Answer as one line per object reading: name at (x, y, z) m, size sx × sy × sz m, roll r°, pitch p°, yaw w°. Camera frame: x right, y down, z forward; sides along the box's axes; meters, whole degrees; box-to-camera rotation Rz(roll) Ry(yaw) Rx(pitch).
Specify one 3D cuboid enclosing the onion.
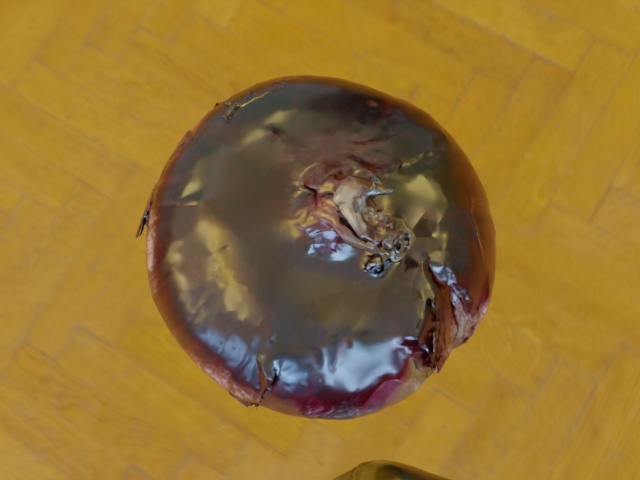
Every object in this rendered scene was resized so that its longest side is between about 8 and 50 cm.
onion at (0.000, 0.000, 1.177) m, size 0.314 × 0.232 × 0.313 m, roll 1°, pitch 76°, yaw -5°

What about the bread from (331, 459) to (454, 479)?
bread at (0.046, 0.372, 1.150) m, size 0.208 × 0.251 × 0.376 m, roll 28°, pitch 55°, yaw -20°
